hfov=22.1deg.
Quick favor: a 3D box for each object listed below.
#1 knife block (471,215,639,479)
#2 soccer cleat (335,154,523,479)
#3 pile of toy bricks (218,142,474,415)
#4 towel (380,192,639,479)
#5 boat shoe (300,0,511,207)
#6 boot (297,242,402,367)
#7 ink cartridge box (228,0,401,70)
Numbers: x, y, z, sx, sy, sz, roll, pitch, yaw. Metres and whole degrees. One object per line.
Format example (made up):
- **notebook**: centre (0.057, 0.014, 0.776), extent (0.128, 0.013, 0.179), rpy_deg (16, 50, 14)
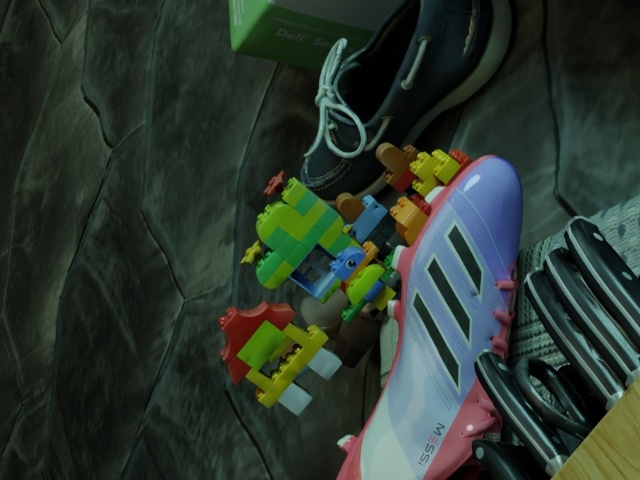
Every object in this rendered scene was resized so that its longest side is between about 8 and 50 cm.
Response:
- **knife block**: centre (0.182, 0.103, 0.724), extent (0.275, 0.088, 0.242), rpy_deg (-8, 72, 52)
- **soccer cleat**: centre (0.078, 0.076, 0.937), extent (0.095, 0.083, 0.248), rpy_deg (26, 101, 31)
- **pile of toy bricks**: centre (0.000, 0.000, 1.108), extent (0.212, 0.105, 0.118), rpy_deg (-50, 17, 3)
- **towel**: centre (0.133, 0.147, 0.934), extent (0.324, 0.056, 0.312), rpy_deg (-28, 57, 56)
- **boat shoe**: centre (0.041, -0.104, 1.188), extent (0.254, 0.079, 0.095), rpy_deg (-39, 45, 53)
- **boot**: centre (0.026, 0.038, 1.211), extent (0.087, 0.042, 0.118), rpy_deg (-65, 28, 13)
- **ink cartridge box**: centre (0.053, -0.304, 1.208), extent (0.353, 0.119, 0.207), rpy_deg (-46, 41, 50)
